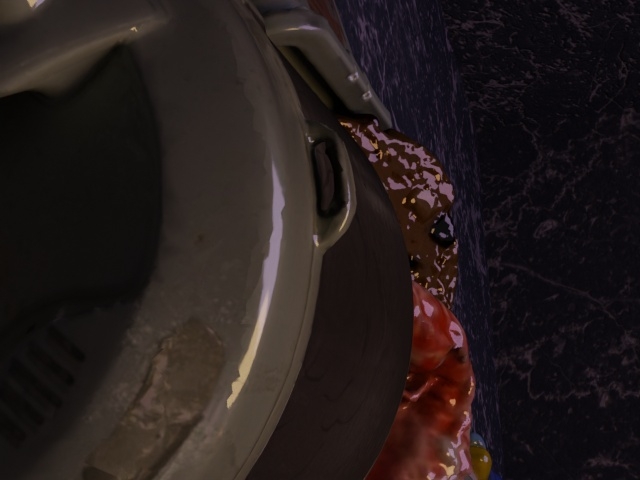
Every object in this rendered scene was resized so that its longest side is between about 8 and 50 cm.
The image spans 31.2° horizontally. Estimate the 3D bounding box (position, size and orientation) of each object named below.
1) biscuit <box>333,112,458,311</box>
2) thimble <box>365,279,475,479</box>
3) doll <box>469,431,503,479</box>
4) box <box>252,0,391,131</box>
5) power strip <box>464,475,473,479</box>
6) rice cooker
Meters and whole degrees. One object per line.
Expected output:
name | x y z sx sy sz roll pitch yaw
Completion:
biscuit | 0.004 0.031 1.032 0.075 0.296 0.296 14 -60 58
thimble | 0.002 0.129 0.886 0.239 0.162 0.239 -6 99 -44
doll | 0.272 0.518 1.889 0.376 0.187 0.366 97 -2 -70
box | -0.064 -0.188 1.019 0.312 0.175 0.183 34 40 -72
power strip | 0.054 0.214 1.162 0.270 0.118 0.046 50 16 -20
rice cooker | -0.116 0.020 0.455 0.277 0.288 0.288 34 49 -70
